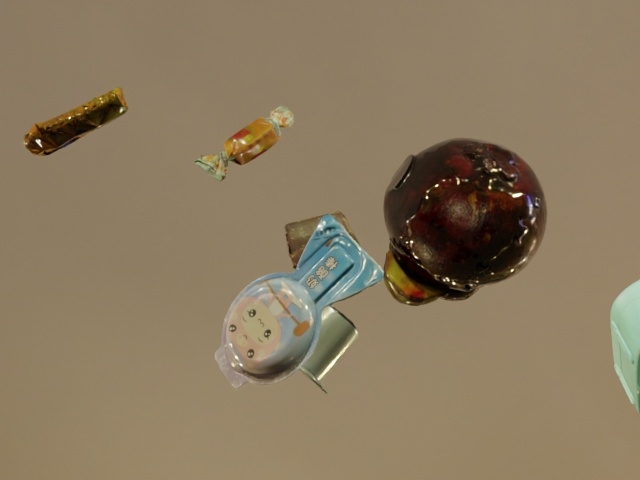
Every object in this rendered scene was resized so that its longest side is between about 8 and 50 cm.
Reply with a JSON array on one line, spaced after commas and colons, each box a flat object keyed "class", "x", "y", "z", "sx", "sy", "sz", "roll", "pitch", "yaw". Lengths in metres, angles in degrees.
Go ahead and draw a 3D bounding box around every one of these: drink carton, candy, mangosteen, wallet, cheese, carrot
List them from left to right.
[{"class": "carrot", "x": -0.510, "y": -0.249, "z": 1.187, "sx": 0.229, "sy": 0.069, "sz": 0.069, "roll": -26, "pitch": -56, "yaw": 2}, {"class": "candy", "x": -0.114, "y": -0.152, "z": 0.895, "sx": 0.182, "sy": 0.053, "sz": 0.046, "roll": -37, "pitch": -30, "yaw": -20}, {"class": "cheese", "x": -0.040, "y": 0.086, "z": 0.718, "sx": 0.245, "sy": 0.135, "sz": 0.052, "roll": -45, "pitch": -26, "yaw": 7}, {"class": "drink carton", "x": -0.001, "y": 0.286, "z": 1.541, "sx": 0.189, "sy": 0.191, "sz": 0.185, "roll": -46, "pitch": -26, "yaw": -16}, {"class": "wallet", "x": 0.000, "y": 0.000, "z": 1.011, "sx": 0.122, "sy": 0.232, "sz": 0.031, "roll": -17, "pitch": -71, "yaw": 0}, {"class": "mangosteen", "x": 0.310, "y": -0.045, "z": 1.338, "sx": 0.381, "sy": 0.381, "sz": 0.421, "roll": 33, "pitch": -54, "yaw": -24}]

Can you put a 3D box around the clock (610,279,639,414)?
[{"class": "clock", "x": 0.496, "y": 0.109, "z": 0.666, "sx": 0.274, "sy": 0.094, "sz": 0.223, "roll": -19, "pitch": -48, "yaw": 15}]
